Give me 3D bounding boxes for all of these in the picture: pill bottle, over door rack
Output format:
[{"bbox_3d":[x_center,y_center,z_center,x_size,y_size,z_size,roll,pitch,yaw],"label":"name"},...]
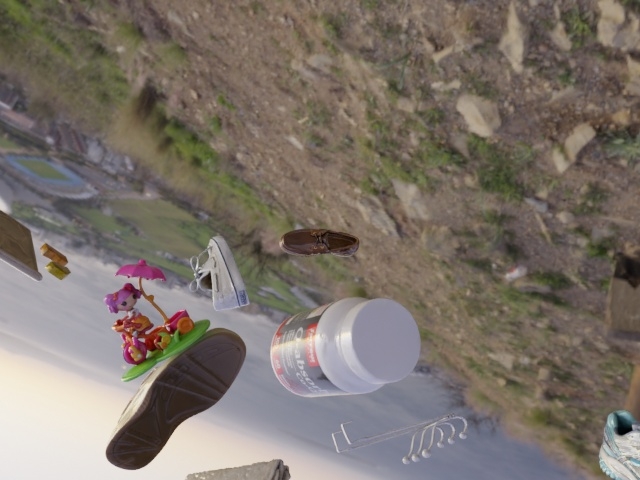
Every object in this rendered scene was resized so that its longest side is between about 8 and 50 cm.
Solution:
[{"bbox_3d":[0.049,0.240,1.439,0.210,0.210,0.363,27,154,-20],"label":"pill bottle"},{"bbox_3d":[0.205,0.536,1.700,0.325,0.108,0.239,-2,157,-8],"label":"over door rack"}]

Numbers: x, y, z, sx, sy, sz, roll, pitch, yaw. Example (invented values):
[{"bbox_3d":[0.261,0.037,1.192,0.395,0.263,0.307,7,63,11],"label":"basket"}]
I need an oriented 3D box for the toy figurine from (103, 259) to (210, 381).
[{"bbox_3d":[-0.293,0.117,1.048,0.130,0.173,0.159,-14,108,54],"label":"toy figurine"}]

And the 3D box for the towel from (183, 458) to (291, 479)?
[{"bbox_3d":[-0.185,0.509,1.189,0.282,0.187,0.049,-21,121,34],"label":"towel"}]

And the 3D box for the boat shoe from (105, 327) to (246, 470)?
[{"bbox_3d":[-0.272,0.269,1.173,0.122,0.341,0.110,41,-168,-24],"label":"boat shoe"}]

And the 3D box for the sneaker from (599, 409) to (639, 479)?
[{"bbox_3d":[0.556,0.361,1.053,0.110,0.122,0.283,-3,-178,-12],"label":"sneaker"}]

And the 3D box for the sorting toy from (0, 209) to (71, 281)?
[{"bbox_3d":[-0.638,0.004,1.308,0.307,0.041,0.229,47,178,-43],"label":"sorting toy"}]

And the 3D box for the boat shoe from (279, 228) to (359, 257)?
[{"bbox_3d":[0.000,0.000,1.408,0.178,0.064,0.060,3,163,-12],"label":"boat shoe"}]

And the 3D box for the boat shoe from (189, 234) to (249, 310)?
[{"bbox_3d":[-0.340,0.110,2.007,0.367,0.157,0.135,-124,20,-53],"label":"boat shoe"}]
